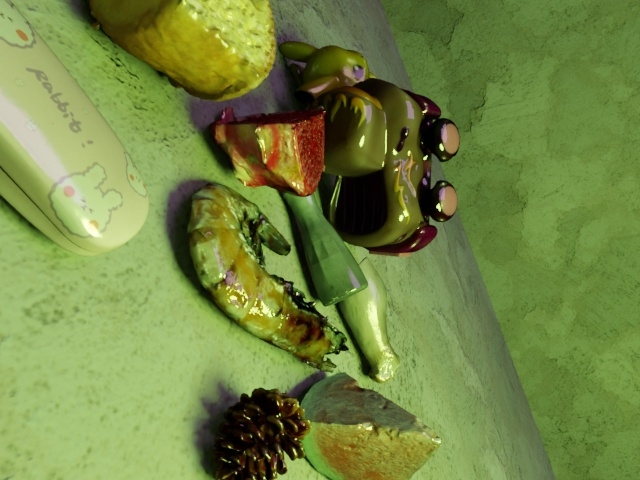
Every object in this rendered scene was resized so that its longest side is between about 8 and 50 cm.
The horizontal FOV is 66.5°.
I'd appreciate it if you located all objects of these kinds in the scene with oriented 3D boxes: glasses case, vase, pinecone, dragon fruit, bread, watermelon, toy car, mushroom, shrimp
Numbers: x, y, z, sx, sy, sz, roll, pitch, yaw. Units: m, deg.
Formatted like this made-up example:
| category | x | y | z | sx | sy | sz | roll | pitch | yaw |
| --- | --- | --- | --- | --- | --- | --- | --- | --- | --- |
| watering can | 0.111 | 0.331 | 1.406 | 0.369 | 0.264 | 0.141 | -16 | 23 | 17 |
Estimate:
| category | x | y | z | sx | sy | sz | roll | pitch | yaw |
| --- | --- | --- | --- | --- | --- | --- | --- | --- | --- |
| glasses case | -0.260 | -0.116 | 0.412 | 0.297 | 0.075 | 0.113 | 57 | 25 | -25 |
| vase | 0.000 | 0.000 | 0.838 | 0.086 | 0.086 | 0.214 | -4 | 67 | -64 |
| pinecone | -0.069 | 0.218 | 0.529 | 0.109 | 0.102 | 0.102 | -39 | 108 | -35 |
| dragon fruit | -0.081 | -0.139 | 0.760 | 0.274 | 0.161 | 0.126 | -65 | 158 | -68 |
| bread | -0.183 | -0.319 | 0.610 | 0.194 | 0.179 | 0.340 | 15 | 60 | -58 |
| watermelon | 0.056 | 0.289 | 0.661 | 0.136 | 0.202 | 0.207 | -27 | 94 | -26 |
| toy car | 0.093 | -0.136 | 0.935 | 0.240 | 0.271 | 0.341 | -3 | 93 | -41 |
| mushroom | 0.095 | 0.147 | 0.904 | 0.116 | 0.093 | 0.225 | 53 | 15 | -77 |
| shrimp | -0.061 | 0.051 | 0.707 | 0.365 | 0.071 | 0.233 | 43 | 28 | -45 |

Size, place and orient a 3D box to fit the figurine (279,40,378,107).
| category | x | y | z | sx | sy | sz | roll | pitch | yaw |
| --- | --- | --- | --- | --- | --- | --- | --- | --- | --- |
| figurine | 0.048 | -0.333 | 1.107 | 0.326 | 0.169 | 0.218 | 36 | 24 | -53 |
